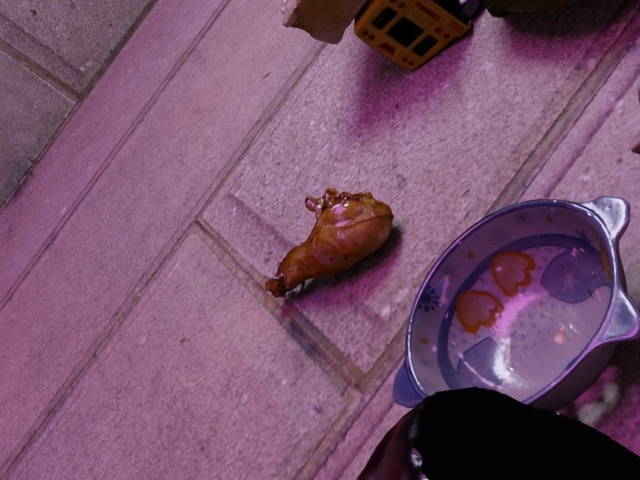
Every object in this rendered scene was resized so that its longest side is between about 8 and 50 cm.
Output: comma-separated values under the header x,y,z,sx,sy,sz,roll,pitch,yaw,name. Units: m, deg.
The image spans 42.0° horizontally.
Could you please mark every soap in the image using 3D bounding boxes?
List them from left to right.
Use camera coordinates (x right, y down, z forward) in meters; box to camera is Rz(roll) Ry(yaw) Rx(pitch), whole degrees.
x,y,z,sx,sy,sz,roll,pitch,yaw,name
0.029,-0.448,1.177,0.199,0.091,0.315,-50,31,47,soap

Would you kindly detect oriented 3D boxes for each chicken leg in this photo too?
x,y,z,sx,sy,sz,roll,pitch,yaw,name
0.000,0.003,1.032,0.207,0.085,0.101,-38,67,38,chicken leg

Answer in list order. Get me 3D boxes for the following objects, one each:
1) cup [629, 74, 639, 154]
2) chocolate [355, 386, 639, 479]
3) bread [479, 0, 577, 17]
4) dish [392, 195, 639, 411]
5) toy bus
x,y,z,sx,sy,sz,roll,pitch,yaw,name
0.304,-0.098,0.715,0.102,0.074,0.099,-31,37,34,cup
0.121,0.237,0.478,0.186,0.284,0.283,-61,27,20,chocolate
0.310,-0.431,0.960,0.382,0.129,0.366,-42,22,34,bread
0.177,0.082,0.698,0.236,0.086,0.228,-30,39,35,dish
0.130,-0.413,1.214,0.151,0.145,0.331,-41,33,41,toy bus
